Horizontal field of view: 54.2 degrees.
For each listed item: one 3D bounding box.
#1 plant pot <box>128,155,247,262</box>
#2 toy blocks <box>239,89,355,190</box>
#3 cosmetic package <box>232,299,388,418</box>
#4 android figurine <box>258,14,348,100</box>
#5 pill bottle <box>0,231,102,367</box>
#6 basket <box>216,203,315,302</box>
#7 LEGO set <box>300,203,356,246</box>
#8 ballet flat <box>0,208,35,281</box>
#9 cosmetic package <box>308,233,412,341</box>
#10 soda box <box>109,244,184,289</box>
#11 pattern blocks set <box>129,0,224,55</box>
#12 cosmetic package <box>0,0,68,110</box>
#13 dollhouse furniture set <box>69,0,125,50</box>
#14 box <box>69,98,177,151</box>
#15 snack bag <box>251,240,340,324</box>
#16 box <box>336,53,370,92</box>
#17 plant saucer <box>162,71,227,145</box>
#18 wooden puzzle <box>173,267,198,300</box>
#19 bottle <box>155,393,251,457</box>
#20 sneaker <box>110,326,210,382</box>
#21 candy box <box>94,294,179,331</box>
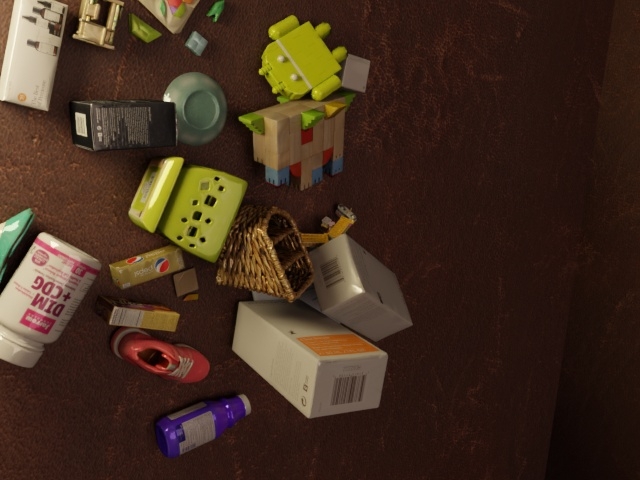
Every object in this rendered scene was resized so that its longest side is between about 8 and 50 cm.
[{"bbox_3d":[-0.348,-0.095,1.587,0.207,0.227,0.228,24,87,-29],"label":"plant pot"},{"bbox_3d":[-0.058,-0.272,1.826,0.381,0.191,0.260,-29,132,-41],"label":"toy blocks"},{"bbox_3d":[-0.045,0.311,1.752,0.230,0.453,0.161,2,103,-34],"label":"cosmetic package"},{"bbox_3d":[-0.053,-0.512,1.778,0.273,0.056,0.248,-36,96,-24],"label":"android figurine"},{"bbox_3d":[-0.648,0.138,1.446,0.160,0.160,0.283,36,79,-40],"label":"pill bottle"},{"bbox_3d":[-0.126,0.018,1.717,0.299,0.223,0.213,-34,135,-75],"label":"basket"},{"bbox_3d":[0.000,0.000,1.978,0.287,0.132,0.107,-28,146,-27],"label":"LEGO set"},{"bbox_3d":[-0.734,0.030,1.404,0.087,0.083,0.247,26,83,-26],"label":"ballet flat"},{"bbox_3d":[0.129,0.160,1.980,0.156,0.217,0.385,-29,149,19],"label":"cosmetic package"},{"bbox_3d":[-0.456,0.068,1.650,0.181,0.061,0.058,-20,114,-34],"label":"soda box"},{"bbox_3d":[-0.384,-0.623,1.543,0.325,0.026,0.285,21,88,-41],"label":"pattern blocks set"},{"bbox_3d":[-0.633,-0.414,1.374,0.099,0.060,0.239,8,97,-39],"label":"cosmetic package"},{"bbox_3d":[-0.474,-0.525,1.391,0.101,0.161,0.181,10,101,-34],"label":"dollhouse furniture set"},{"bbox_3d":[-0.467,-0.278,1.486,0.207,0.153,0.108,-10,109,-36],"label":"box"},{"bbox_3d":[-0.071,0.202,2.020,0.323,0.037,0.342,-23,115,-32],"label":"snack bag"},{"bbox_3d":[0.082,-0.511,1.913,0.101,0.087,0.101,4,99,-40],"label":"box"},{"bbox_3d":[-0.324,-0.347,1.661,0.195,0.037,0.194,-12,110,-36],"label":"plant saucer"},{"bbox_3d":[-0.380,0.118,1.759,0.079,0.014,0.116,-15,111,-40],"label":"wooden puzzle"},{"bbox_3d":[-0.342,0.537,1.852,0.283,0.092,0.118,-17,113,-35],"label":"bottle"},{"bbox_3d":[-0.419,0.337,1.706,0.314,0.136,0.116,31,83,-40],"label":"sneaker"},{"bbox_3d":[-0.479,0.191,1.635,0.187,0.109,0.053,16,91,-40],"label":"candy box"}]
